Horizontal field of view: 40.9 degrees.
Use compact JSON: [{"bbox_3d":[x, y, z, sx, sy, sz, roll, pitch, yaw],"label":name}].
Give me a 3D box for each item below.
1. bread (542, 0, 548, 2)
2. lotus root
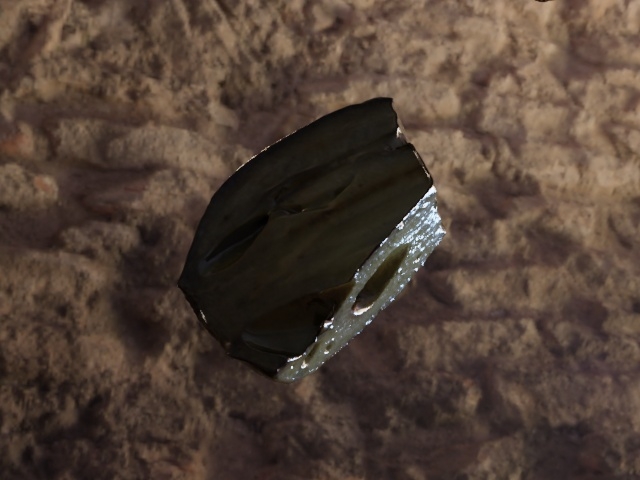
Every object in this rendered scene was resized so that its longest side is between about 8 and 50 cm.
[{"bbox_3d":[0.345,-0.553,1.275,0.398,0.398,0.215,22,176,17],"label":"bread"},{"bbox_3d":[0.001,0.004,0.929,0.314,0.142,0.210,-35,-109,-13],"label":"lotus root"}]
